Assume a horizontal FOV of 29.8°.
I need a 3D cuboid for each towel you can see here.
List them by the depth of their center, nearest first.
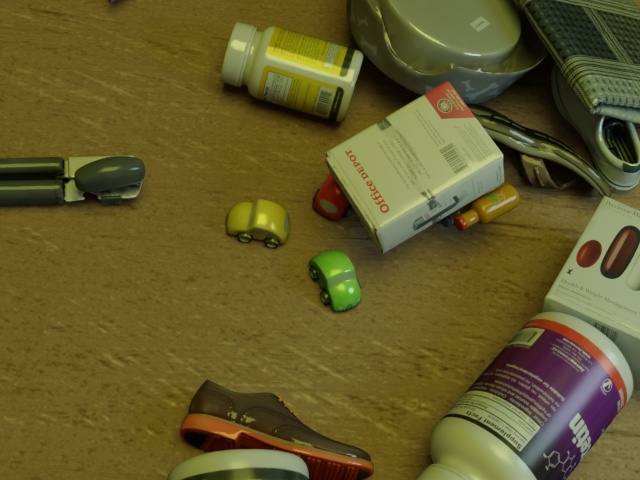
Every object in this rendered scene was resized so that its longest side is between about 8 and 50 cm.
[{"bbox_3d":[0.469,-0.312,1.975,0.324,0.056,0.312,1,52,-39],"label":"towel"}]

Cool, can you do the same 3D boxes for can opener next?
[{"bbox_3d":[-0.403,-0.101,1.779,0.283,0.095,0.076,-2,64,-10],"label":"can opener"}]

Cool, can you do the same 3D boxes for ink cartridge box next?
[{"bbox_3d":[0.139,-0.107,1.772,0.218,0.092,0.158,-29,64,-4],"label":"ink cartridge box"}]

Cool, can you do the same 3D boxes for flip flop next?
[{"bbox_3d":[0.337,-0.130,1.915,0.277,0.112,0.080,23,106,-11],"label":"flip flop"}]

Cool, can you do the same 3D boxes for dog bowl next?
[{"bbox_3d":[0.200,-0.365,1.957,0.349,0.102,0.349,12,50,-15],"label":"dog bowl"}]

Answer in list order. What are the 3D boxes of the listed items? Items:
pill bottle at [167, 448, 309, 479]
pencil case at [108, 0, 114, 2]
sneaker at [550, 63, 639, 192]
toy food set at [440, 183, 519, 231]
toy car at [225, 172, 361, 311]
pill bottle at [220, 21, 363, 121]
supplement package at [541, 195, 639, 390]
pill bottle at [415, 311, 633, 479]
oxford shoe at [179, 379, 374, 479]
[{"bbox_3d":[-0.094,0.446,1.509,0.188,0.188,0.334,-1,65,-10],"label":"pill bottle"},{"bbox_3d":[-0.277,-0.469,1.991,0.206,0.086,0.088,-26,94,-18],"label":"pencil case"},{"bbox_3d":[0.464,-0.206,1.971,0.094,0.091,0.258,-18,68,-17],"label":"sneaker"},{"bbox_3d":[0.194,-0.102,1.867,0.104,0.111,0.232,-27,65,-19],"label":"toy food set"},{"bbox_3d":[0.000,0.000,1.817,0.239,0.053,0.225,-21,69,-18],"label":"toy car"},{"bbox_3d":[-0.046,-0.271,1.907,0.208,0.119,0.119,17,63,-1],"label":"pill bottle"},{"bbox_3d":[0.455,0.082,1.776,0.194,0.149,0.203,25,62,19],"label":"supplement package"},{"bbox_3d":[0.277,0.261,1.662,0.181,0.181,0.323,40,65,11],"label":"pill bottle"},{"bbox_3d":[-0.051,0.261,1.661,0.271,0.097,0.098,17,57,0],"label":"oxford shoe"}]
